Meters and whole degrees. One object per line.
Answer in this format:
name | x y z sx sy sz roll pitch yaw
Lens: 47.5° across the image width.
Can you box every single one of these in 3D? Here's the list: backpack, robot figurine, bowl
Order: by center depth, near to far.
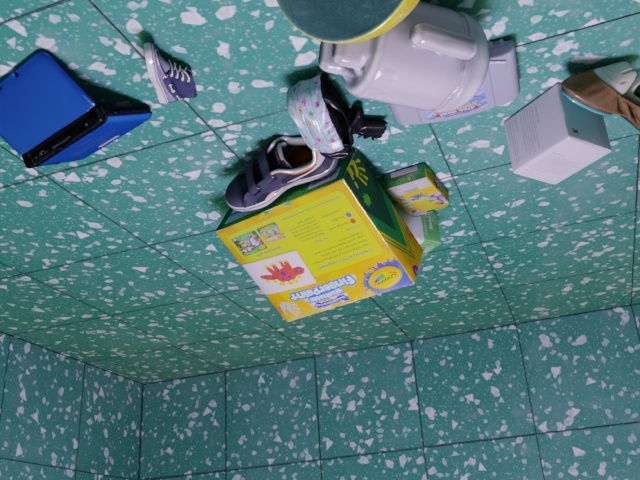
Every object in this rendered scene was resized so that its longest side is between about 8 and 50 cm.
bowl | 0.075 -0.455 1.159 0.289 0.290 0.156 -23 173 35
robot figurine | 0.177 -0.361 1.411 0.353 0.200 0.300 7 -176 -20
backpack | 0.002 -0.281 1.631 0.115 0.152 0.182 -20 140 13

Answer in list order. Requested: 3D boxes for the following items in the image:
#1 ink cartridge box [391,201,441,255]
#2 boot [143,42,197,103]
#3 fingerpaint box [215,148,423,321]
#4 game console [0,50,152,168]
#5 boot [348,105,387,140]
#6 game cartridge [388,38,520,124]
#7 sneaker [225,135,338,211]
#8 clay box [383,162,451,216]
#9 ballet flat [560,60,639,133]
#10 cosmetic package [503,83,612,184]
ink cartridge box | 0.189 -0.021 2.234 0.289 0.122 0.211 11 150 -28
boot | -0.313 -0.356 1.526 0.086 0.069 0.190 -10 163 -4
fingerpaint box | 0.000 0.000 2.028 0.444 0.163 0.371 -21 118 32
game console | -0.581 -0.296 1.652 0.293 0.173 0.250 -21 -179 33
boot | 0.113 -0.283 1.753 0.099 0.045 0.121 5 161 -14
game cartridge | 0.295 -0.346 1.636 0.297 0.062 0.198 -11 150 16
sneaker | -0.123 -0.182 1.850 0.321 0.126 0.127 -24 154 16
clay box | 0.281 -0.139 2.077 0.127 0.053 0.222 -15 154 23
ballet flat | 0.692 -0.338 1.662 0.342 0.116 0.124 14 130 -34
cosmetic package | 0.569 -0.252 1.757 0.151 0.151 0.183 11 153 -29
